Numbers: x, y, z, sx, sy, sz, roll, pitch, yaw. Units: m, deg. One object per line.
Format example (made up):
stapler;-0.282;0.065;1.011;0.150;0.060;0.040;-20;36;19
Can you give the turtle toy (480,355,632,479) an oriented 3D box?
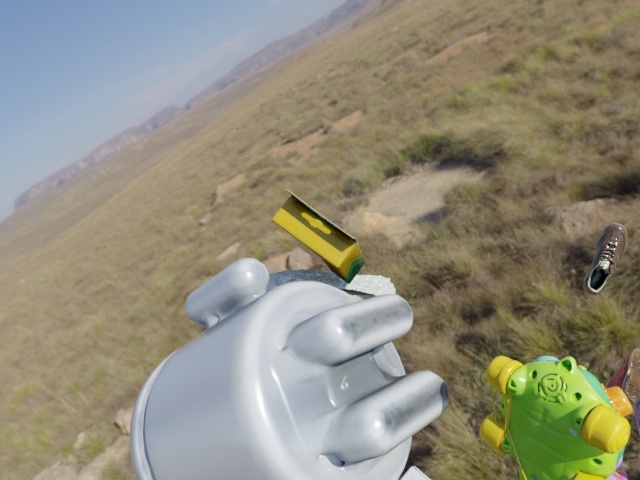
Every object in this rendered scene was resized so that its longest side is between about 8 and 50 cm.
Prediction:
turtle toy;0.169;0.137;0.351;0.066;0.130;0.095;-14;23;-31

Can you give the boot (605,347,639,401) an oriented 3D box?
boot;0.789;0.347;1.298;0.158;0.059;0.084;-50;0;-27

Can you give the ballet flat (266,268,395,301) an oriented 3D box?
ballet flat;0.028;0.160;1.409;0.408;0.147;0.147;0;17;-10

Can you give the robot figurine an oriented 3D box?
robot figurine;-0.054;0.170;0.492;0.199;0.300;0.353;-1;-24;-47

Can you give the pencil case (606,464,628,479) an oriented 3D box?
pencil case;0.589;0.489;1.085;0.124;0.124;0.284;-25;39;17

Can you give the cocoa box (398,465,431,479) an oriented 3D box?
cocoa box;0.168;0.574;0.799;0.231;0.347;0.228;-40;53;-23

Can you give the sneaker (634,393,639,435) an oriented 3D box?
sneaker;0.736;0.296;1.022;0.102;0.282;0.161;23;19;31

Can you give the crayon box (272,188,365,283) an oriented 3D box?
crayon box;0.000;0.000;1.246;0.081;0.202;0.318;-52;-16;-5

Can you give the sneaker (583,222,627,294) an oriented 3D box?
sneaker;0.715;0.050;1.246;0.066;0.188;0.071;18;13;19
